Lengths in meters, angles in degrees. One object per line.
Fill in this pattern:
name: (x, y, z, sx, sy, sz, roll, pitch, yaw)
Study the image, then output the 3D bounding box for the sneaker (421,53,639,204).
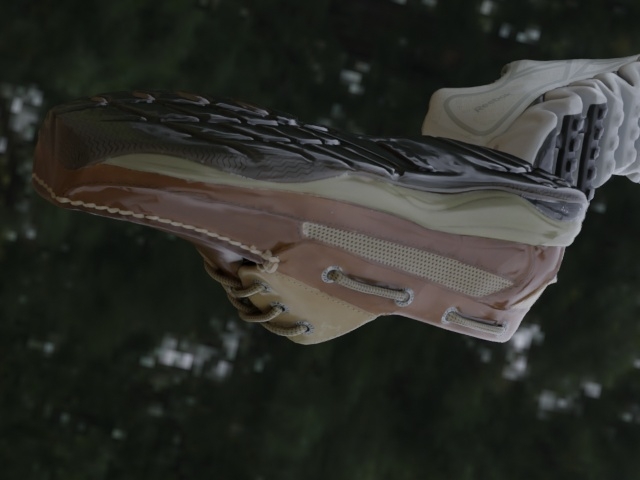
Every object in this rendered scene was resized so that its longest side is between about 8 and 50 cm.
sneaker: (0.184, -0.090, 1.342, 0.118, 0.292, 0.110, 21, -68, 34)

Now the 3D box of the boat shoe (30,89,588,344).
boat shoe: (0.000, 0.000, 1.049, 0.122, 0.324, 0.120, 41, -62, 58)
